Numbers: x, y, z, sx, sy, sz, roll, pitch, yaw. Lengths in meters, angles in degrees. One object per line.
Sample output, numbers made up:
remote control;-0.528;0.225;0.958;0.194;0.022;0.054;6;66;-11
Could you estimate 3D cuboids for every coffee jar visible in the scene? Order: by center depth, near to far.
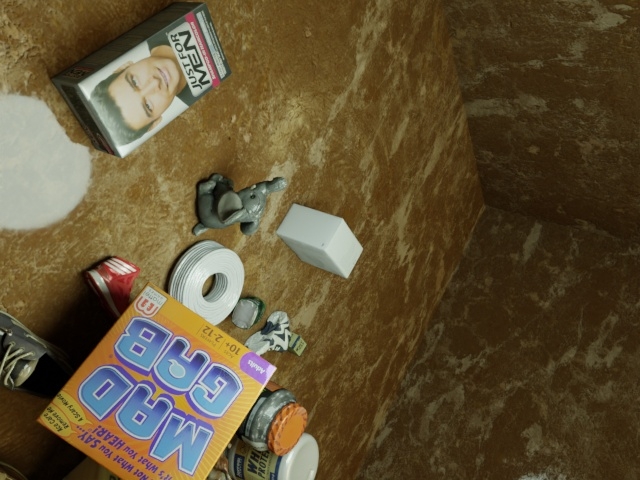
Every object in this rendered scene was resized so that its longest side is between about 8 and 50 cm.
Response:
coffee jar;-0.234;0.235;1.675;0.184;0.079;0.096;53;60;-85

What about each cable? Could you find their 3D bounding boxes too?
cable;-0.340;0.133;1.517;0.257;0.089;0.257;-39;135;-40

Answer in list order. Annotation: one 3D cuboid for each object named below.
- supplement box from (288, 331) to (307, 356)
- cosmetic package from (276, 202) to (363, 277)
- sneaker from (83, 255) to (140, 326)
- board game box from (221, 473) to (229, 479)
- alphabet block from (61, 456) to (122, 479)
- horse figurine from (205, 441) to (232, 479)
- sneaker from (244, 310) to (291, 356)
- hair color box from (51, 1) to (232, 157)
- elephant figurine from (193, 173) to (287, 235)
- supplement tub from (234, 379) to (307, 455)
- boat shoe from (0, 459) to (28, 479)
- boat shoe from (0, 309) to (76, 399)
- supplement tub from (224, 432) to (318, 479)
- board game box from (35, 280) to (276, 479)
supplement box;-0.111;0.403;1.992;0.056;0.083;0.083;-57;143;-23
cosmetic package;0.000;0.000;1.824;0.138;0.224;0.225;-61;146;-15
sneaker;-0.497;0.138;1.294;0.128;0.087;0.221;-42;138;-35
board game box;-0.399;0.952;1.887;0.160;0.039;0.211;-40;137;-40
alphabet block;-0.521;0.653;1.198;0.192;0.197;0.193;-44;117;1
horse figurine;-0.352;0.821;1.751;0.066;0.174;0.263;1;122;-36
sneaker;-0.183;0.391;1.870;0.235;0.094;0.153;-54;136;-41
hair color box;-0.390;-0.379;1.166;0.374;0.113;0.185;-49;141;-29
elephant figurine;-0.229;-0.095;1.426;0.169;0.239;0.186;-31;130;-45
supplement tub;-0.223;0.550;1.668;0.207;0.338;0.207;-30;129;-45
boat shoe;-0.731;0.502;1.034;0.324;0.120;0.123;51;58;-35
boat shoe;-0.651;0.245;1.078;0.132;0.130;0.355;-61;146;-16
supplement tub;-0.190;0.778;1.823;0.228;0.316;0.228;-10;102;-58
board game box;-0.368;0.378;1.233;0.356;0.356;0.356;-56;179;-22
